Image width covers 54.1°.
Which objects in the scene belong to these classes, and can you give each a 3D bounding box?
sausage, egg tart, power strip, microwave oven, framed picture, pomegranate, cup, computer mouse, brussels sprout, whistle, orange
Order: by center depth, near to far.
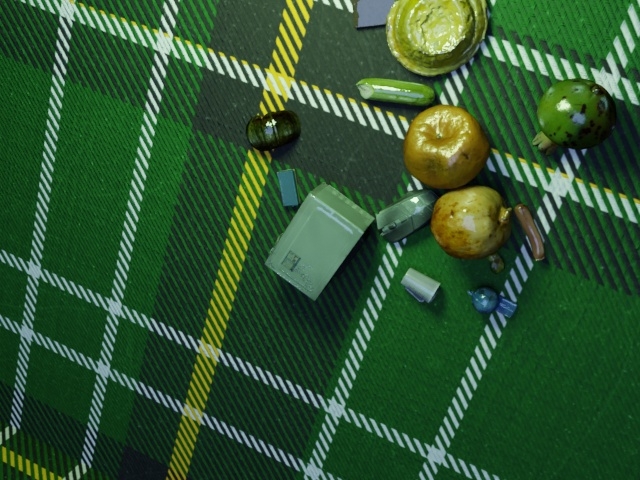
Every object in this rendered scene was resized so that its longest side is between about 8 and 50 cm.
[{"bbox_3d":[0.671,-0.321,1.690,0.202,0.202,0.248,37,145,5],"label":"pomegranate"},{"bbox_3d":[0.319,-0.601,1.740,0.290,0.115,0.290,4,108,13],"label":"egg tart"},{"bbox_3d":[0.357,-0.255,1.794,0.249,0.183,0.249,-11,65,25],"label":"orange"},{"bbox_3d":[0.439,-0.053,1.809,0.248,0.248,0.248,6,108,17],"label":"pomegranate"},{"bbox_3d":[0.154,-0.711,1.818,0.128,0.023,0.168,-1,106,18],"label":"framed picture"},{"bbox_3d":[0.623,-0.026,1.858,0.040,0.047,0.177,-20,99,39],"label":"sausage"},{"bbox_3d":[0.530,0.062,1.916,0.083,0.046,0.051,56,156,-4],"label":"brussels sprout"},{"bbox_3d":[0.527,0.193,1.940,0.158,0.090,0.090,27,113,10],"label":"whistle"},{"bbox_3d":[0.269,-0.075,1.950,0.231,0.071,0.126,-30,95,25],"label":"computer mouse"},{"bbox_3d":[0.000,0.000,2.005,0.237,0.181,0.295,36,114,3],"label":"microwave oven"},{"bbox_3d":[0.318,0.151,2.013,0.116,0.074,0.104,31,142,12],"label":"cup"},{"bbox_3d":[-0.103,-0.172,2.068,0.056,0.032,0.123,-4,106,20],"label":"power strip"}]

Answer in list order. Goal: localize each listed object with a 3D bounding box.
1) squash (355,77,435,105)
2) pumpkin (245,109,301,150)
[{"bbox_3d":[0.219,-0.440,1.855,0.238,0.069,0.069,12,110,14],"label":"squash"},{"bbox_3d":[-0.164,-0.347,1.997,0.183,0.107,0.119,-14,107,24],"label":"pumpkin"}]
